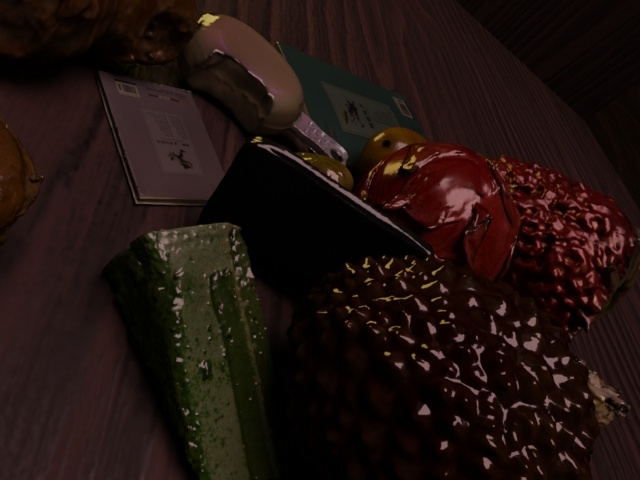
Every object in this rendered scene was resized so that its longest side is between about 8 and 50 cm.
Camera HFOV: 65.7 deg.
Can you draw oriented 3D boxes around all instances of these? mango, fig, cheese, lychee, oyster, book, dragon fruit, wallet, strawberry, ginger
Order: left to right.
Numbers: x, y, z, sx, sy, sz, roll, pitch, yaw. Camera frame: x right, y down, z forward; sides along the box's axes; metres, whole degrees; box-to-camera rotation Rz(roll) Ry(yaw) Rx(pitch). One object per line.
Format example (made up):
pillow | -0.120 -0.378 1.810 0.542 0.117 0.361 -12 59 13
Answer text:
ginger | -0.307 -0.304 0.501 0.274 0.152 0.357 54 35 7
book | -0.181 -0.118 0.585 0.127 0.014 0.182 -2 60 -47
cheese | -0.067 -0.202 0.717 0.286 0.082 0.163 40 38 -13
fig | -0.039 -0.082 0.671 0.166 0.093 0.093 18 39 4
wallet | 0.000 0.000 0.537 0.250 0.149 0.044 31 36 -11
book | 0.092 -0.226 0.950 0.379 0.031 0.264 5 55 -44
mango | 0.147 -0.108 0.835 0.227 0.099 0.136 30 77 -46
lychee | 0.085 0.131 0.439 0.267 0.267 0.268 27 42 -27
dragon fruit | 0.148 -0.016 0.664 0.252 0.241 0.241 -21 73 -26
strawberry | 0.368 0.007 0.879 0.292 0.292 0.343 -5 44 -48
oyster | 0.498 0.280 0.907 0.133 0.072 0.209 44 16 2

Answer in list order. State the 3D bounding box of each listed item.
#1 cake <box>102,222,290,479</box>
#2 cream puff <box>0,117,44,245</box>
cake | -0.087 0.097 0.424 0.100 0.099 0.236 -12 68 -48
cream puff | -0.282 -0.041 0.327 0.165 0.115 0.150 51 28 18
